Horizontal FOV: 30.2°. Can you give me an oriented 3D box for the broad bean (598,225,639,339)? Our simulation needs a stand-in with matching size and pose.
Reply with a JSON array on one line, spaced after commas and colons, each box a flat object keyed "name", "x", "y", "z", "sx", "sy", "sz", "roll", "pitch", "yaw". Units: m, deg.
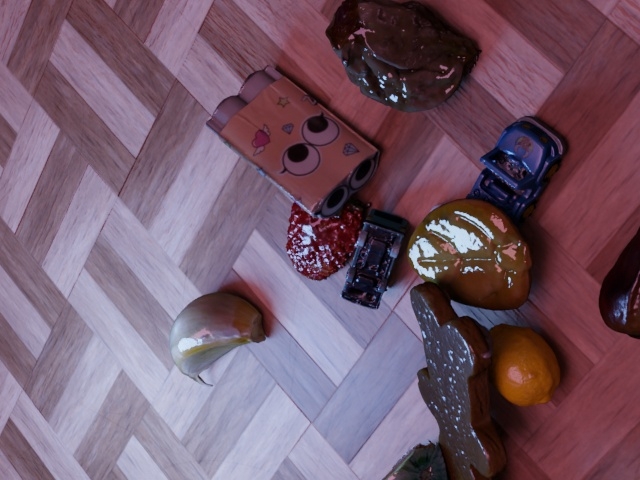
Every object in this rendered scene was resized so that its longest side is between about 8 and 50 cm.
[{"name": "broad bean", "x": 0.504, "y": 0.050, "z": 1.756, "sx": 0.122, "sy": 0.156, "sz": 0.228, "roll": 24, "pitch": 117, "yaw": -14}]

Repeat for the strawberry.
[{"name": "strawberry", "x": -0.003, "y": 0.000, "z": 2.183, "sx": 0.167, "sy": 0.087, "sz": 0.208, "roll": 27, "pitch": 119, "yaw": 30}]

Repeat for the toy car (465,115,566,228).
[{"name": "toy car", "x": 0.302, "y": -0.099, "z": 1.895, "sx": 0.097, "sy": 0.100, "sz": 0.191, "roll": 41, "pitch": 123, "yaw": 24}]

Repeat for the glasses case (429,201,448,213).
[{"name": "glasses case", "x": 0.262, "y": -0.002, "z": 1.986, "sx": 0.193, "sy": 0.049, "sz": 0.074, "roll": 29, "pitch": 125, "yaw": 31}]

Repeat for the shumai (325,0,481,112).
[{"name": "shumai", "x": 0.111, "y": -0.299, "z": 1.943, "sx": 0.218, "sy": 0.185, "sz": 0.184, "roll": 38, "pitch": 123, "yaw": 26}]

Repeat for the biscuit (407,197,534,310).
[{"name": "biscuit", "x": 0.242, "y": 0.028, "z": 1.951, "sx": 0.260, "sy": 0.041, "sz": 0.203, "roll": -2, "pitch": 116, "yaw": 46}]

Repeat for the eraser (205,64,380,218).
[{"name": "eraser", "x": -0.051, "y": -0.176, "z": 2.144, "sx": 0.290, "sy": 0.171, "sz": 0.087, "roll": 40, "pitch": 166, "yaw": 25}]

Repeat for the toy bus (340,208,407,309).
[{"name": "toy bus", "x": 0.096, "y": 0.033, "z": 2.105, "sx": 0.079, "sy": 0.092, "sz": 0.160, "roll": 19, "pitch": 116, "yaw": 4}]

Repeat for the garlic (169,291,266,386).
[{"name": "garlic", "x": -0.226, "y": 0.199, "z": 2.408, "sx": 0.164, "sy": 0.145, "sz": 0.245, "roll": 38, "pitch": 132, "yaw": -12}]

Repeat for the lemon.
[{"name": "lemon", "x": 0.328, "y": 0.203, "z": 1.947, "sx": 0.155, "sy": 0.114, "sz": 0.114, "roll": 55, "pitch": 129, "yaw": 19}]

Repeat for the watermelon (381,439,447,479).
[{"name": "watermelon", "x": 0.166, "y": 0.483, "z": 2.150, "sx": 0.146, "sy": 0.128, "sz": 0.231, "roll": 44, "pitch": 137, "yaw": 6}]

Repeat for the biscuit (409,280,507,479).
[{"name": "biscuit", "x": 0.244, "y": 0.276, "z": 2.002, "sx": 0.283, "sy": 0.064, "sz": 0.432, "roll": -132, "pitch": 26, "yaw": -59}]
